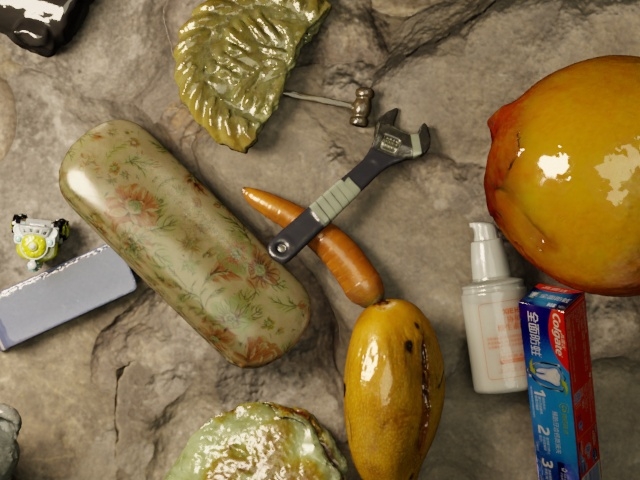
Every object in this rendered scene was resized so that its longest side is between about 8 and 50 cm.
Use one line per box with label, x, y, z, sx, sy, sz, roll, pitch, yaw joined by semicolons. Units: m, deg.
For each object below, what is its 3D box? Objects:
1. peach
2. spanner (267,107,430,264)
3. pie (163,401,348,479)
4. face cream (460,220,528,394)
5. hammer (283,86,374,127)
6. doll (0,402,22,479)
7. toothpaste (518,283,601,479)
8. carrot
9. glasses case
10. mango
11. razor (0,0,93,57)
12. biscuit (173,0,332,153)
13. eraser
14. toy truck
peach;0.408;-0.097;1.693;0.373;0.290;0.372;0;96;-2
spanner;0.037;-0.081;1.767;0.316;0.024;0.087;-42;84;-17
pie;-0.088;0.364;1.737;0.274;0.105;0.257;-30;81;-5
face cream;0.258;0.095;1.769;0.101;0.101;0.251;-7;89;-5
hammer;-0.067;-0.224;1.791;0.292;0.029;0.058;11;85;-3
doll;-0.520;0.369;1.685;0.246;0.158;0.340;-1;117;-11
toothpaste;0.342;0.219;1.714;0.066;0.076;0.320;-32;122;-42
carrot;0.000;0.000;1.775;0.271;0.066;0.062;46;41;0
glasses case;-0.193;0.005;1.728;0.425;0.098;0.156;45;69;-3
mango;0.109;0.229;1.722;0.120;0.177;0.295;-4;92;34
razor;-0.484;-0.398;1.715;0.327;0.107;0.189;25;86;-5
biscuit;-0.119;-0.278;1.766;0.187;0.036;0.273;25;81;2
eraser;-0.380;0.080;1.744;0.225;0.036;0.082;-25;90;-5
toy truck;-0.401;0.004;1.709;0.076;0.111;0.077;7;94;-4
